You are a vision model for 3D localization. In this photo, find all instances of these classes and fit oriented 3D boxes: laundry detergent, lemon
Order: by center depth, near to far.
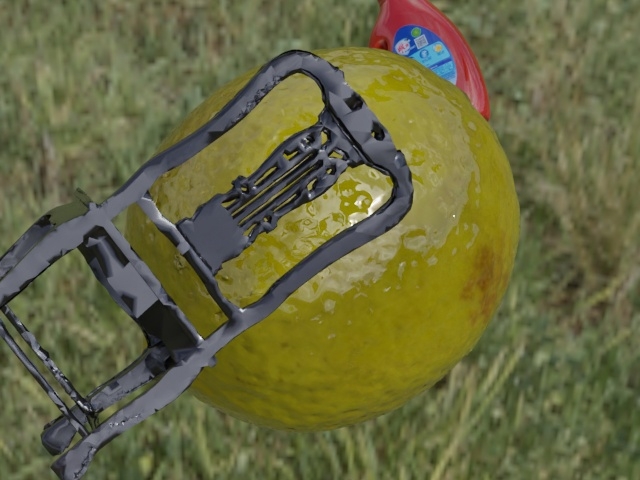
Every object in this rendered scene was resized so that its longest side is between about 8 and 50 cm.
[{"bbox_3d":[0.001,-0.001,1.235,0.267,0.267,0.267,1,46,-1],"label":"lemon"},{"bbox_3d":[0.077,-0.154,1.563,0.097,0.049,0.165,-30,68,21],"label":"laundry detergent"}]

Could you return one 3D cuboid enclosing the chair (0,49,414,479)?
[{"bbox_3d":[-0.072,0.007,0.929,0.229,0.106,0.113,-38,11,-5],"label":"chair"}]
